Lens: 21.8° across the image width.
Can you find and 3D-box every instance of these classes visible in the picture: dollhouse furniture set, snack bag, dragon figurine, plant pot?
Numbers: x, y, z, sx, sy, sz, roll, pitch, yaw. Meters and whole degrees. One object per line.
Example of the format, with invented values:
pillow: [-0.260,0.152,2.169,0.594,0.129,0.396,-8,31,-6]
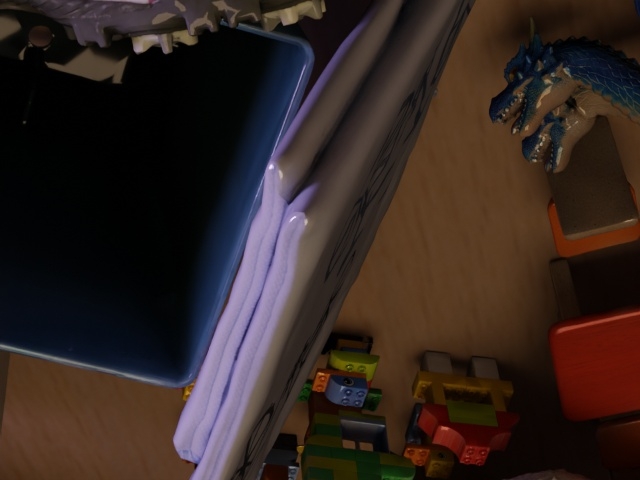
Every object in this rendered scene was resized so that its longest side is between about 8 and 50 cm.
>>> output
dollhouse furniture set: [0.263,0.051,0.963,0.259,0.135,0.262,-13,130,6]
snack bag: [0.000,0.000,0.791,0.037,0.323,0.342,25,135,4]
dragon figurine: [0.213,-0.118,0.829,0.289,0.144,0.085,-47,160,22]
plant pot: [-0.119,-0.078,0.749,0.165,0.234,0.166,14,114,-15]

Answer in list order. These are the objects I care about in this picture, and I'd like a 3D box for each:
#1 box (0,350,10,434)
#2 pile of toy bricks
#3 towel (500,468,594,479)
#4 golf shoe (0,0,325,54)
box: [-0.250,0.050,0.868,0.117,0.213,0.243,-6,131,0]
pile of toy bricks: [0.010,0.131,1.027,0.212,0.105,0.118,7,129,-10]
towel: [0.138,0.211,1.066,0.187,0.049,0.282,23,153,-23]
golf shoe: [-0.081,-0.119,0.550,0.272,0.105,0.120,-11,105,-8]
